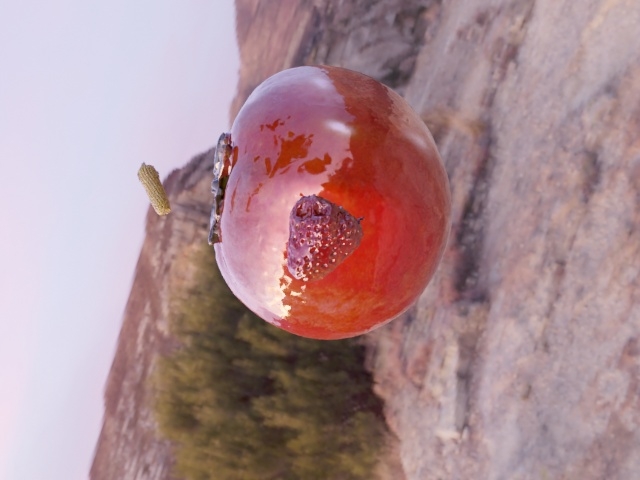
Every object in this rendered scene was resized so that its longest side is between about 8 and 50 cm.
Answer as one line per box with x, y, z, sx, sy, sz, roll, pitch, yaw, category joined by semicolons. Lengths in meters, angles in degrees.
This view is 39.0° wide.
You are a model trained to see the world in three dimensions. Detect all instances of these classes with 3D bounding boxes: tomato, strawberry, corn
0.007;-0.048;1.125;0.293;0.290;0.325;-108;29;-71;tomato
0.000;0.000;0.855;0.073;0.073;0.083;115;177;-76;strawberry
-0.234;-0.074;1.274;0.027;0.083;0.028;-33;-13;27;corn
